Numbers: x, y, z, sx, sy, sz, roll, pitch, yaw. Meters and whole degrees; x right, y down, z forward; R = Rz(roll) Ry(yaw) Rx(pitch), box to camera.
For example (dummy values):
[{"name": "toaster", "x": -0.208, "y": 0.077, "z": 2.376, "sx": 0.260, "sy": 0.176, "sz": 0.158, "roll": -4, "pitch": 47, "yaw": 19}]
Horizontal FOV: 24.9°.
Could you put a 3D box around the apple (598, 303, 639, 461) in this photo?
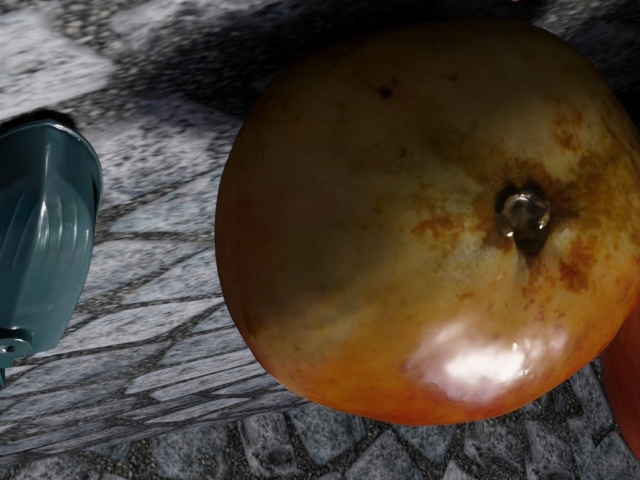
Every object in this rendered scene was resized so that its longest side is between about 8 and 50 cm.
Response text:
[{"name": "apple", "x": 0.370, "y": 0.022, "z": 0.986, "sx": 0.364, "sy": 0.364, "sz": 0.364, "roll": -15, "pitch": 169, "yaw": -3}]

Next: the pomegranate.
[{"name": "pomegranate", "x": 0.055, "y": -0.009, "z": 0.860, "sx": 0.252, "sy": 0.229, "sz": 0.270, "roll": -19, "pitch": -177, "yaw": -27}]

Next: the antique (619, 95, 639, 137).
[{"name": "antique", "x": 0.311, "y": -0.054, "z": 1.219, "sx": 0.284, "sy": 0.125, "sz": 0.150, "roll": -8, "pitch": 166, "yaw": -35}]

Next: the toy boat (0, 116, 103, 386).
[{"name": "toy boat", "x": -0.190, "y": -0.005, "z": 0.913, "sx": 0.093, "sy": 0.103, "sz": 0.246, "roll": 3, "pitch": 149, "yaw": -18}]
